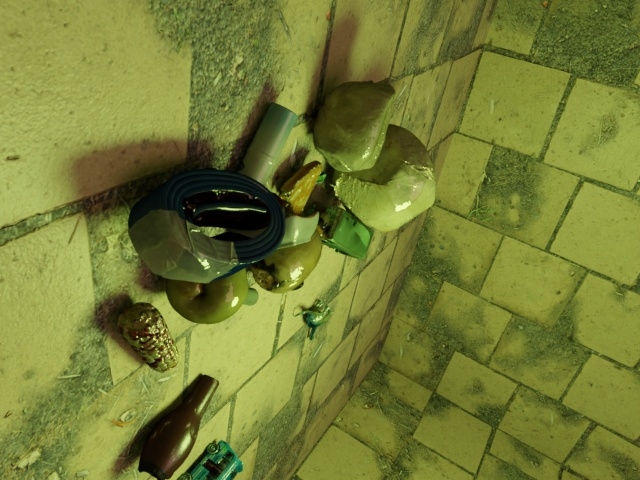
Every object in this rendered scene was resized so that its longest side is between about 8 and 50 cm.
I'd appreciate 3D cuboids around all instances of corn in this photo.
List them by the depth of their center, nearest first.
[{"bbox_3d":[-0.382,0.232,1.154,0.092,0.092,0.281,-51,159,-30],"label":"corn"}]

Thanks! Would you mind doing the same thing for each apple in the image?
[{"bbox_3d":[-0.256,0.100,1.174,0.200,0.200,0.200,-49,155,-33],"label":"apple"}]

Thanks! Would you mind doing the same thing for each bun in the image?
[{"bbox_3d":[0.085,-0.328,1.459,0.281,0.204,0.282,17,90,-81],"label":"bun"}]

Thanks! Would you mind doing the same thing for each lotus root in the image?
[{"bbox_3d":[-0.076,0.025,1.525,0.310,0.182,0.183,-48,154,-33],"label":"lotus root"}]

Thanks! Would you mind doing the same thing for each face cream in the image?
[{"bbox_3d":[-0.142,-0.205,1.229,0.250,0.077,0.077,-64,159,1],"label":"face cream"}]

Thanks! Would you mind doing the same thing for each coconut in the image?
[{"bbox_3d":[0.224,-0.206,1.728,0.347,0.346,0.360,-63,152,-3],"label":"coconut"}]

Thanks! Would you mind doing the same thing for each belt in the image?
[{"bbox_3d":[-0.217,-0.030,1.046,0.117,0.213,0.346,-25,171,31],"label":"belt"}]

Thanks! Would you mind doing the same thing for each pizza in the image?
[{"bbox_3d":[-0.072,-0.140,1.503,0.188,0.062,0.199,-41,157,-41],"label":"pizza"}]

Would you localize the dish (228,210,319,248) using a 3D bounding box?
[{"bbox_3d":[-0.114,-0.015,1.327,0.151,0.212,0.077,-17,95,-63],"label":"dish"}]

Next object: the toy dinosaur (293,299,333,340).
[{"bbox_3d":[-0.019,0.322,2.132,0.147,0.076,0.363,-50,160,-16],"label":"toy dinosaur"}]

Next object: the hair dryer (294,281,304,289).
[{"bbox_3d":[-0.096,0.055,1.691,0.195,0.075,0.219,27,79,-60],"label":"hair dryer"}]

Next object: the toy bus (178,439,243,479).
[{"bbox_3d":[-0.389,0.831,1.766,0.246,0.134,0.114,-40,149,-44],"label":"toy bus"}]

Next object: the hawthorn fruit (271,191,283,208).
[{"bbox_3d":[-0.146,-0.084,1.360,0.093,0.081,0.081,-60,161,19],"label":"hawthorn fruit"}]

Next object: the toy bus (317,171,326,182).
[{"bbox_3d":[-0.014,-0.200,1.604,0.083,0.031,0.037,-25,147,-58],"label":"toy bus"}]

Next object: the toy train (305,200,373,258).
[{"bbox_3d":[0.075,-0.028,1.748,0.326,0.159,0.129,30,79,-54],"label":"toy train"}]

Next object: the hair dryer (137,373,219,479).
[{"bbox_3d":[-0.421,0.598,1.516,0.313,0.123,0.341,-58,172,-45],"label":"hair dryer"}]

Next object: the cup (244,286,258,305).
[{"bbox_3d":[-0.233,0.164,1.497,0.083,0.074,0.055,29,51,-66],"label":"cup"}]
